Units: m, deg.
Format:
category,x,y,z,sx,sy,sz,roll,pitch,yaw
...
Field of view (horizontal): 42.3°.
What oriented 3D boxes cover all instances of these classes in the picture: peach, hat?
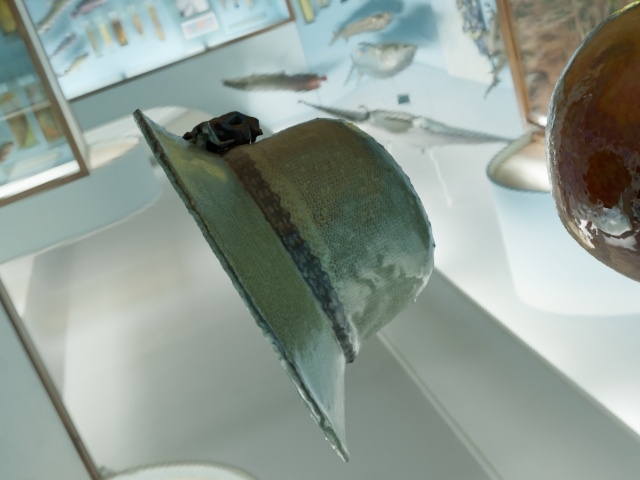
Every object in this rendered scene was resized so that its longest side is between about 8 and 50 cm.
category,x,y,z,sx,sy,sz,roll,pitch,yaw
peach,0.282,-0.073,0.617,0.231,0.231,0.231,-16,-158,6
hat,0.000,0.000,0.535,0.130,0.257,0.257,-31,-157,-8
